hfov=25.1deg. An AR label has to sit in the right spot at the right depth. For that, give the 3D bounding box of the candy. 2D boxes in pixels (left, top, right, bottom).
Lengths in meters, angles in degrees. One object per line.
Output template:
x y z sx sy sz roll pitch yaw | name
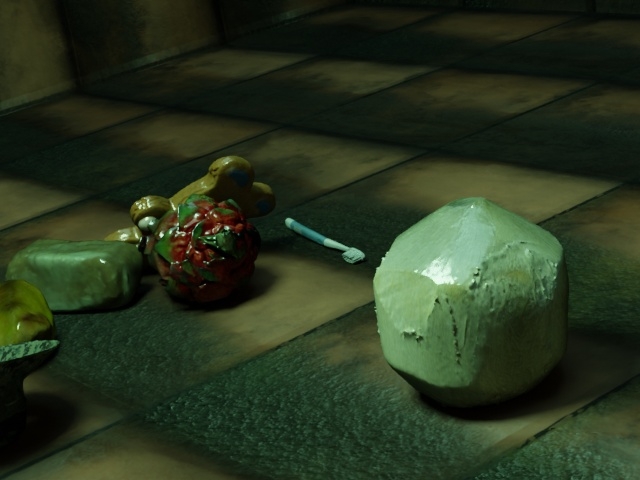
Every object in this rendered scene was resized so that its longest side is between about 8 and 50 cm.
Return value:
-0.405 0.057 2.357 0.234 0.102 0.104 1 22 26 | candy

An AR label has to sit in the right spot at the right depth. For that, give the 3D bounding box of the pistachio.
-0.463 0.134 2.182 0.110 0.100 0.189 -34 30 2 | pistachio

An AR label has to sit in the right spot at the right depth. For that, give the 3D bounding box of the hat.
-0.458 0.214 1.900 0.265 0.128 0.265 -8 4 1 | hat

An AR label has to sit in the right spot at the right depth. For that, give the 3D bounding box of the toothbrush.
0.000 0.000 2.425 0.025 0.019 0.275 -27 24 -20 | toothbrush

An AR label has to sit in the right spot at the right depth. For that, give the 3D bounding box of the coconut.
0.186 0.067 1.782 0.244 0.247 0.245 -9 20 3 | coconut

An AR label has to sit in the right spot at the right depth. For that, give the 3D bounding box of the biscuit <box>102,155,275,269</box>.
-0.230 -0.022 2.397 0.324 0.205 0.049 -24 60 11 | biscuit

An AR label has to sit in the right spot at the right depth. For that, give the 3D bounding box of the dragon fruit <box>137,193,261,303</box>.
-0.187 0.013 2.263 0.182 0.182 0.188 -21 47 -27 | dragon fruit
